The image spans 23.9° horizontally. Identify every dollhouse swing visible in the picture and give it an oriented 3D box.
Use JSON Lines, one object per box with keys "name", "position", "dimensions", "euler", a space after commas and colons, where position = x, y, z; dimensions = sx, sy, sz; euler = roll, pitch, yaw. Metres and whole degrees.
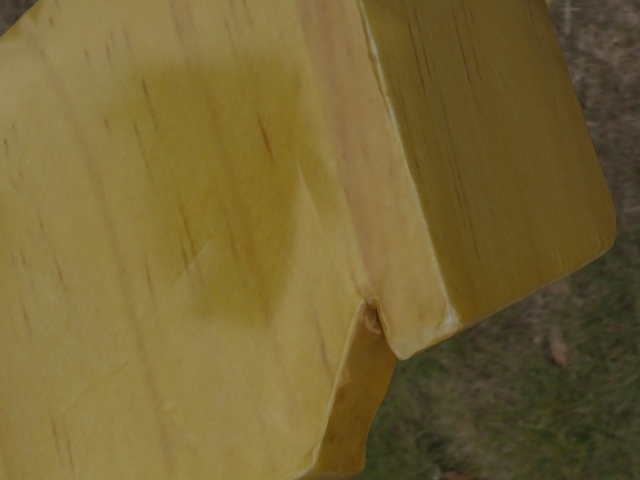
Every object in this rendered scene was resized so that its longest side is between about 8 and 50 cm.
{"name": "dollhouse swing", "position": [0.000, 0.000, 0.699], "dimensions": [0.347, 0.305, 0.315], "euler": [-34, 59, 36]}
